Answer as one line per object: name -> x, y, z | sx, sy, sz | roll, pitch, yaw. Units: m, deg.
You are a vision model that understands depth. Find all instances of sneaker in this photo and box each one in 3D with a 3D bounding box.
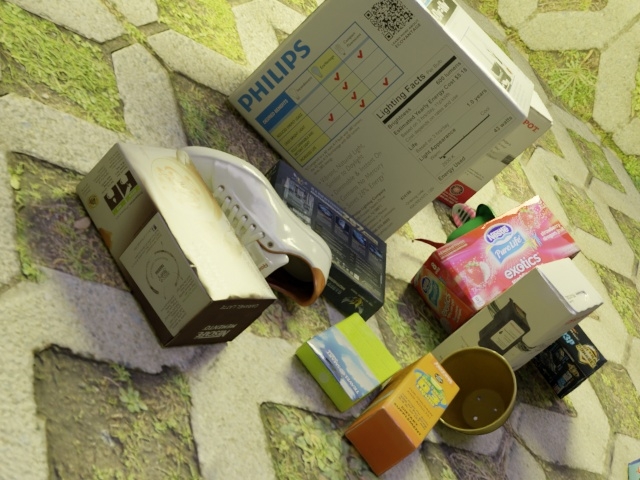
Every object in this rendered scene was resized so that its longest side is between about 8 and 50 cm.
sneaker -> -0.098, -0.017, 1.654 | 0.290, 0.106, 0.123 | 37, 30, -18
sneaker -> 0.306, -0.030, 2.394 | 0.119, 0.047, 0.057 | 45, 6, -10

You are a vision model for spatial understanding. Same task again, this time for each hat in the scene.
hat -> 0.246, 0.032, 2.223 | 0.173, 0.183, 0.209 | -125, -161, -62

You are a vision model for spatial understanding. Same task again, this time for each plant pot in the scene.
plant pot -> 0.239, 0.241, 1.813 | 0.134, 0.134, 0.095 | 65, 5, 33

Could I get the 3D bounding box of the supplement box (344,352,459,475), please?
supplement box -> 0.118, 0.237, 1.665 | 0.078, 0.080, 0.233 | 51, 23, 2

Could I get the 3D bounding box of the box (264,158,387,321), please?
box -> 0.000, 0.000, 1.839 | 0.232, 0.059, 0.183 | 38, 27, -18

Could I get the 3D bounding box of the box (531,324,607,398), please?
box -> 0.409, 0.179, 2.103 | 0.175, 0.051, 0.220 | 54, -10, 15

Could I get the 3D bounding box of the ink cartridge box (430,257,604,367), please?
ink cartridge box -> 0.321, 0.140, 1.934 | 0.100, 0.237, 0.172 | 54, 26, 14

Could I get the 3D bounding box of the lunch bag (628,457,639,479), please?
lunch bag -> 0.683, 0.411, 2.048 | 0.138, 0.293, 0.221 | 43, 26, -8

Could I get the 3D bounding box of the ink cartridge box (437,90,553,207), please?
ink cartridge box -> 0.289, -0.218, 2.355 | 0.197, 0.273, 0.114 | 29, 31, -34

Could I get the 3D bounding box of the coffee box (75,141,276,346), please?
coffee box -> -0.182, 0.005, 1.498 | 0.141, 0.098, 0.246 | 2, 51, -57

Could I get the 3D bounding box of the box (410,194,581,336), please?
box -> 0.300, 0.044, 2.042 | 0.257, 0.123, 0.128 | -26, 72, -28

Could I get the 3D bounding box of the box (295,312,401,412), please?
box -> 0.038, 0.171, 1.672 | 0.109, 0.042, 0.178 | 51, 26, 9

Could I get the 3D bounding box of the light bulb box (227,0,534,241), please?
light bulb box -> 0.108, -0.250, 2.018 | 0.361, 0.358, 0.225 | 46, 23, -7
